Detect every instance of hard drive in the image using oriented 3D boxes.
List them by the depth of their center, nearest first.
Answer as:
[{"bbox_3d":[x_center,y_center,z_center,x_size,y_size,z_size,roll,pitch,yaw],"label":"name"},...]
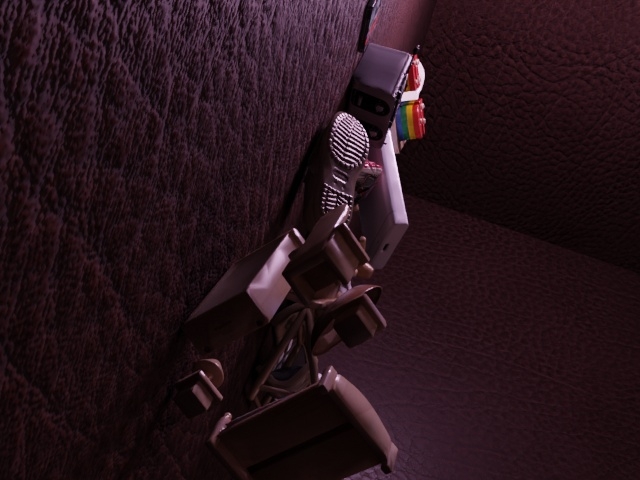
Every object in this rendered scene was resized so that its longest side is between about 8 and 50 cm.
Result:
[{"bbox_3d":[0.140,-0.138,1.794,0.233,0.047,0.353,112,-25,-59],"label":"hard drive"},{"bbox_3d":[-0.033,0.298,2.040,0.203,0.040,0.307,-53,179,-3],"label":"hard drive"}]

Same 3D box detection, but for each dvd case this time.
[{"bbox_3d":[0.102,-0.444,1.427,0.119,0.013,0.087,103,9,-58],"label":"dvd case"}]

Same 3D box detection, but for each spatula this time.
[{"bbox_3d":[-0.128,0.388,2.004,0.168,0.019,0.242,-59,167,-67],"label":"spatula"}]

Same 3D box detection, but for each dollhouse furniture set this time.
[{"bbox_3d":[0.014,0.174,0.900,0.303,0.356,0.174,-30,-166,26],"label":"dollhouse furniture set"}]

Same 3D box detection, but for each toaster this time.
[{"bbox_3d":[0.129,-0.328,1.588,0.168,0.110,0.186,103,9,-54],"label":"toaster"}]

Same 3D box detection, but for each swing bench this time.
[{"bbox_3d":[-0.053,0.282,1.662,0.253,0.165,0.255,94,9,-68],"label":"swing bench"}]

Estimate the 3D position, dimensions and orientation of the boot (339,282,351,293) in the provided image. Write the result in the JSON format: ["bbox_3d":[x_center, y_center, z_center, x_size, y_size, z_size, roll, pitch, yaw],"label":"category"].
[{"bbox_3d":[0.030,0.082,1.873,0.123,0.095,0.258,78,0,-65],"label":"boot"}]

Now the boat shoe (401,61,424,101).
[{"bbox_3d":[0.227,-0.430,2.168,0.099,0.116,0.320,-15,-142,41],"label":"boat shoe"}]

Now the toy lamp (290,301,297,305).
[{"bbox_3d":[-0.036,0.179,1.880,0.275,0.080,0.080,83,27,-75],"label":"toy lamp"}]

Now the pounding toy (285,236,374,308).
[{"bbox_3d":[-0.001,0.040,1.500,0.269,0.154,0.155,-1,112,-64],"label":"pounding toy"}]

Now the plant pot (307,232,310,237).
[{"bbox_3d":[0.000,0.000,1.679,0.083,0.083,0.079,71,27,-81],"label":"plant pot"}]

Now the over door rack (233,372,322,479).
[{"bbox_3d":[-0.112,0.491,1.874,0.324,0.108,0.240,-50,-172,45],"label":"over door rack"}]

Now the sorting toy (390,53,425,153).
[{"bbox_3d":[0.225,-0.378,1.916,0.257,0.089,0.256,-55,138,-71],"label":"sorting toy"}]

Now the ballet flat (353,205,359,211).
[{"bbox_3d":[0.131,-0.192,2.294,0.067,0.073,0.206,61,44,-63],"label":"ballet flat"}]

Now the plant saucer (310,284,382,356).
[{"bbox_3d":[0.046,0.157,1.481,0.198,0.036,0.199,-38,159,-18],"label":"plant saucer"}]

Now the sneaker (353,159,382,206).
[{"bbox_3d":[0.068,-0.130,1.633,0.299,0.120,0.112,55,57,-84],"label":"sneaker"}]

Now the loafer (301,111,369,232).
[{"bbox_3d":[0.016,-0.123,1.313,0.092,0.102,0.269,-27,-142,45],"label":"loafer"}]
